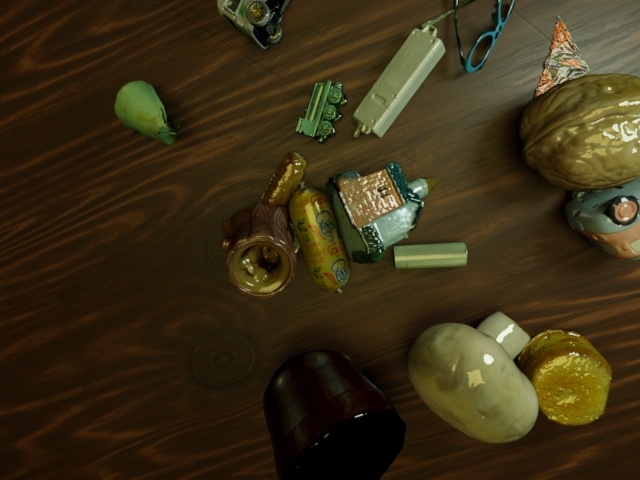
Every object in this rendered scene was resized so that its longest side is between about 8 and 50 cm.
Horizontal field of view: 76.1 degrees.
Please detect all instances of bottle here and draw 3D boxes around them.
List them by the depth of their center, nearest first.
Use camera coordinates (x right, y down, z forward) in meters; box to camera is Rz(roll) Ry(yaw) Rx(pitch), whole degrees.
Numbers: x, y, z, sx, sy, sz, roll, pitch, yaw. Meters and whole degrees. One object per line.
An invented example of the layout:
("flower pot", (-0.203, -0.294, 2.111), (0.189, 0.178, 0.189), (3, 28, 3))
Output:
("bottle", (0.312, 0.045, 1.178), (0.201, 0.072, 0.072), (-3, 100, 6))

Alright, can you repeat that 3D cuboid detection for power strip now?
("power strip", (0.199, -0.411, 1.095), (0.098, 0.058, 0.338), (44, 103, 30))

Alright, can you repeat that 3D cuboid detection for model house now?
("model house", (0.186, -0.097, 1.132), (0.291, 0.184, 0.253), (-23, 91, -5))

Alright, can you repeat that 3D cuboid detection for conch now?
("conch", (-0.457, -0.340, 1.131), (0.250, 0.143, 0.137), (35, 57, 18))

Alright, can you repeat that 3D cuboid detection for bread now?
("bread", (0.692, 0.393, 1.170), (0.268, 0.146, 0.268), (2, 101, 9))

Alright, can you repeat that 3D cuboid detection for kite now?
("kite", (0.655, -0.465, 1.086), (0.125, 0.008, 0.222), (14, 101, 2))

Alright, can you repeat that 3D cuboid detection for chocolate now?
("chocolate", (-0.002, 0.496, 1.157), (0.383, 0.331, 0.384), (-15, 122, -26))

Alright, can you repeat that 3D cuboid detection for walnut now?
("walnut", (0.655, -0.259, 0.999), (0.313, 0.252, 0.277), (-14, 100, 8))

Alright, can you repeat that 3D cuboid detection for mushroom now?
("mushroom", (0.417, 0.361, 1.097), (0.353, 0.325, 0.353), (-3, 82, 25))

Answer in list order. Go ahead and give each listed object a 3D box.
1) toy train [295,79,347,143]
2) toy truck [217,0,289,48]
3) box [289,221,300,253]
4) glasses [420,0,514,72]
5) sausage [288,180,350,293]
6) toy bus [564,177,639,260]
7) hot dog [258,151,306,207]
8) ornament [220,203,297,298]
("toy train", (0.004, -0.360, 1.138), (0.111, 0.071, 0.170), (21, 101, 9))
("toy truck", (-0.127, -0.704, 1.051), (0.175, 0.146, 0.367), (29, 99, 7))
("box", (-0.113, 0.025, 1.238), (0.090, 0.024, 0.167), (25, 101, -1))
("glasses", (0.377, -0.569, 1.045), (0.207, 0.102, 0.239), (23, 102, 1))
("sausage", (0.000, 0.000, 1.166), (0.123, 0.123, 0.347), (-17, 103, 8))
("toy bus", (0.813, -0.074, 1.062), (0.287, 0.194, 0.232), (-34, 108, 9))
("hot dog", (-0.133, -0.121, 1.194), (0.083, 0.068, 0.289), (28, 101, -7))
("ornament", (-0.164, 0.025, 1.094), (0.221, 0.217, 0.235), (29, 104, -18))
